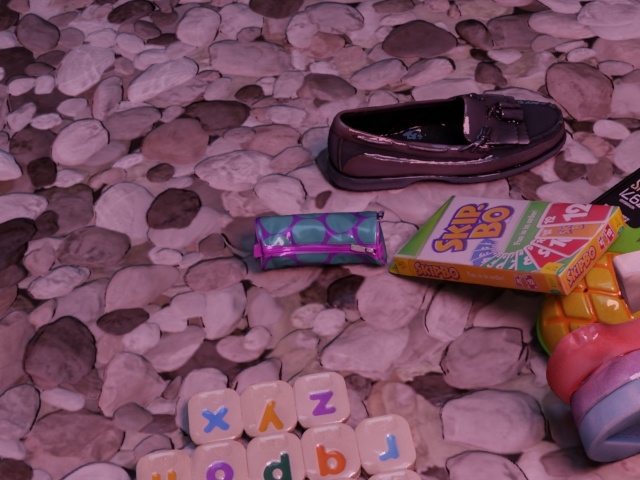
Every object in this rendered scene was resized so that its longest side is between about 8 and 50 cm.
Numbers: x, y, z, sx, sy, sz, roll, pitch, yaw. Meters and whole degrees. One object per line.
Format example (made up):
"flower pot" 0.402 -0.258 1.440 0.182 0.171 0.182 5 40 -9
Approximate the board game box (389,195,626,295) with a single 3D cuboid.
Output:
"board game box" 0.197 0.001 1.518 0.259 0.039 0.124 3 38 48

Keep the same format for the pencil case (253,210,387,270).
"pencil case" 0.000 0.000 1.582 0.152 0.064 0.070 -3 21 3

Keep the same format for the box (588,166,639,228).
"box" 0.410 -0.003 1.539 0.147 0.077 0.180 -33 52 -23

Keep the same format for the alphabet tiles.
"alphabet tiles" -0.041 0.253 1.370 0.284 0.021 0.278 -9 45 -3

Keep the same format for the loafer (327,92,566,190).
"loafer" 0.156 -0.131 1.674 0.303 0.095 0.109 -10 46 -4

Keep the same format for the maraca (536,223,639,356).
"maraca" 0.310 0.058 1.455 0.185 0.099 0.127 -47 52 -2

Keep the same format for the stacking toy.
"stacking toy" 0.388 0.104 1.311 0.309 0.279 0.130 -17 58 -13
